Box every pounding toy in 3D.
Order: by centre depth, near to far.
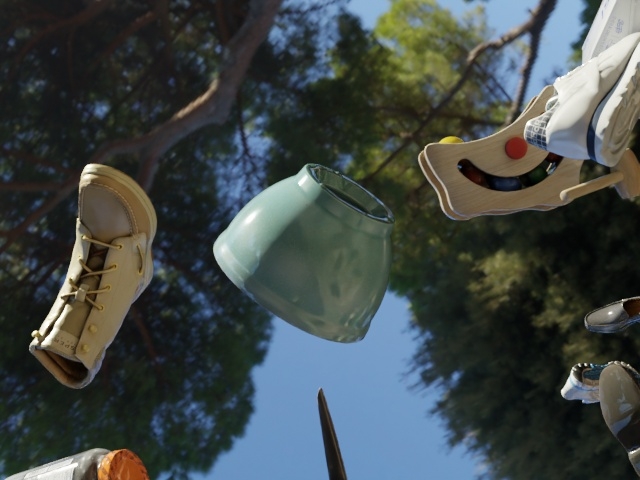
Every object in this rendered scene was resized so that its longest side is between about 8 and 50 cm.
[{"bbox_3d":[0.266,-0.116,1.234,0.270,0.155,0.154,-7,-93,-1],"label":"pounding toy"}]

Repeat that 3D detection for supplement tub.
[{"bbox_3d":[-0.329,0.347,1.304,0.117,0.190,0.117,54,-155,-39],"label":"supplement tub"}]

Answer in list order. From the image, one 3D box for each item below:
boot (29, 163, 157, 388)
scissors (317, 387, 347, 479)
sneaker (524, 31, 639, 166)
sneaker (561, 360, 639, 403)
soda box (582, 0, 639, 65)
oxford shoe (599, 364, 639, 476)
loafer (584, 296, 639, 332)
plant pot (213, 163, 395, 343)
[{"bbox_3d":[-0.289,0.050,1.229,0.095,0.262,0.203,19,-127,6],"label":"boot"},{"bbox_3d":[0.038,0.321,1.142,0.021,0.109,0.297,33,-123,-62],"label":"scissors"},{"bbox_3d":[0.306,-0.167,1.075,0.235,0.095,0.090,-45,-47,-42],"label":"sneaker"},{"bbox_3d":[0.557,0.289,1.946,0.191,0.083,0.071,7,-137,-24],"label":"sneaker"},{"bbox_3d":[0.401,-0.315,1.144,0.091,0.286,0.098,19,-145,3],"label":"soda box"},{"bbox_3d":[0.542,0.313,1.679,0.076,0.076,0.212,-2,-114,-52],"label":"oxford shoe"},{"bbox_3d":[0.614,0.141,1.980,0.061,0.170,0.062,49,-150,-49],"label":"loafer"},{"bbox_3d":[0.000,0.000,1.595,0.293,0.196,0.293,29,-163,-10],"label":"plant pot"}]
